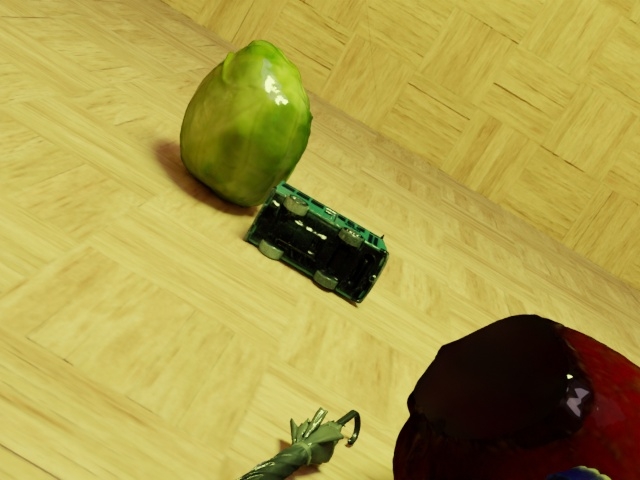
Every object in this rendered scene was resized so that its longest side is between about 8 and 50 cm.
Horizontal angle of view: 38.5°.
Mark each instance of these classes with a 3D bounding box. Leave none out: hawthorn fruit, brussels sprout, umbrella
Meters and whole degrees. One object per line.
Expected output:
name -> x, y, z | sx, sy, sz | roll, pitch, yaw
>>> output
hawthorn fruit -> 0.178, 0.169, 0.663 | 0.250, 0.215, 0.215 | 27, 15, -11
brussels sprout -> -0.093, -0.152, 1.175 | 0.161, 0.223, 0.223 | 11, 20, -14
umbrella -> -0.025, 0.149, 0.643 | 0.044, 0.044, 0.269 | 4, 3, 23

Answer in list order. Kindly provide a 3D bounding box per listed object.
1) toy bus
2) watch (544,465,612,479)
toy bus -> 0.000, 0.000, 1.102 | 0.160, 0.079, 0.092 | 30, 14, -1
watch -> 0.125, 0.229, 0.439 | 0.200, 0.196, 0.171 | -10, 28, -37
